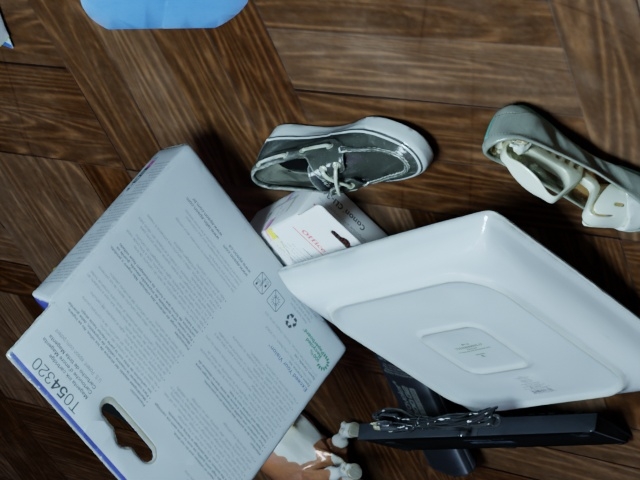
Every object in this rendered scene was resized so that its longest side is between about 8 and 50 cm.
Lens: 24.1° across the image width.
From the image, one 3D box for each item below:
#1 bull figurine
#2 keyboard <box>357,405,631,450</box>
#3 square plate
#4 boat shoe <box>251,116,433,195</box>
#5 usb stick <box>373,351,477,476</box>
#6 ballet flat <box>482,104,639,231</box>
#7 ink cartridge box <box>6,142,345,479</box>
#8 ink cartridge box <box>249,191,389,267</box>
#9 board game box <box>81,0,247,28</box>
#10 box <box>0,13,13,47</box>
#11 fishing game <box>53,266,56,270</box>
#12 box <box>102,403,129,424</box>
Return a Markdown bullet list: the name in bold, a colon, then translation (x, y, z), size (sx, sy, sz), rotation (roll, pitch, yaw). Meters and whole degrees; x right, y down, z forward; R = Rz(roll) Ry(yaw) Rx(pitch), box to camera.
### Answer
- **bull figurine**: translation (-0.027, 0.292, 2.117), size (0.310, 0.101, 0.188), rotation (34, 145, -5)
- **keyboard**: translation (0.186, 0.221, 1.776), size (0.317, 0.033, 0.201), rotation (-8, 162, 32)
- **square plate**: translation (0.175, 0.100, 1.635), size (0.344, 0.049, 0.347), rotation (35, 150, -28)
- **boat shoe**: translation (0.020, -0.078, 1.584), size (0.219, 0.070, 0.078), rotation (0, 136, 42)
- **usb stick**: translation (0.132, 0.204, 1.901), size (0.077, 0.045, 0.278), rotation (12, 143, 37)
- **ballet flat**: translation (0.247, -0.049, 1.419), size (0.213, 0.068, 0.072), rotation (32, 148, 2)
- **ink cartridge box**: translation (-0.158, 0.120, 1.646), size (0.071, 0.330, 0.324), rotation (-6, 127, 49)
- **ink cartridge box**: translation (0.000, 0.000, 1.716), size (0.115, 0.067, 0.198), rotation (43, 149, -15)
- **board game box**: translation (-0.153, -0.258, 1.485), size (0.168, 0.033, 0.133), rotation (-3, 156, -11)
- **box**: translation (-0.428, -0.288, 1.731), size (0.109, 0.042, 0.178), rotation (20, 146, 22)
- **fishing game**: translation (-0.266, 0.094, 2.118), size (0.264, 0.041, 0.189), rotation (9, 144, 35)
- **box**: translation (-0.327, 0.212, 2.332), size (0.184, 0.045, 0.191), rotation (28, 149, 14)
